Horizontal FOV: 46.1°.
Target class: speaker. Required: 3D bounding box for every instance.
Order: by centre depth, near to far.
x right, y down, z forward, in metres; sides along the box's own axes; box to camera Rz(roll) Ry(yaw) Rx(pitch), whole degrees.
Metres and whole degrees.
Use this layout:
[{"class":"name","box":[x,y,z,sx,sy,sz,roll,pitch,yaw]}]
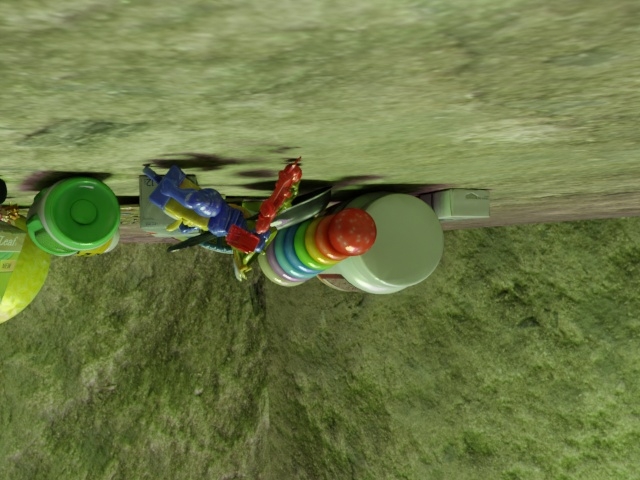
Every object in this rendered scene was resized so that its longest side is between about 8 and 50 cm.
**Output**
[{"class":"speaker","box":[-0.437,-0.039,1.317,0.131,0.131,0.296,-1,178,-27]}]

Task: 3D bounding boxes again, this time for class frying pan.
[{"class":"frying pan","box":[-0.109,-0.034,1.424,0.326,0.053,0.197,-28,-170,-37]}]

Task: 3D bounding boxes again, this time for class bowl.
[{"class":"bowl","box":[-0.773,0.035,1.679,0.289,0.290,0.156,-2,152,12]}]

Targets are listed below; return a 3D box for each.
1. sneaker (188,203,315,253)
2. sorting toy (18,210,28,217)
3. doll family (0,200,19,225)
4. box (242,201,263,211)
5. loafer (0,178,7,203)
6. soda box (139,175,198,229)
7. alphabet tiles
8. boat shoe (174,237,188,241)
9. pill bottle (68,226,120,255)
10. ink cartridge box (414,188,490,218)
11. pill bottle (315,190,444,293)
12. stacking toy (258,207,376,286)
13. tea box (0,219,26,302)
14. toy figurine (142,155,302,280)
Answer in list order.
[{"class":"sneaker","box":[-0.162,-0.018,1.688,0.296,0.112,0.131,2,171,-16]},{"class":"sorting toy","box":[-0.738,-0.046,1.938,0.132,0.046,0.274,-2,177,15]},{"class":"doll family","box":[-0.700,-0.045,1.505,0.163,0.118,0.263,9,153,-42]},{"class":"box","box":[-0.135,-0.069,1.844,0.109,0.042,0.178,-3,177,-3]},{"class":"loafer","box":[-0.576,-0.074,1.157,0.061,0.062,0.170,3,180,39]},{"class":"soda box","box":[-0.272,-0.058,1.388,0.098,0.091,0.286,-1,178,-8]},{"class":"alphabet tiles","box":[-0.343,-0.067,1.708,0.285,0.011,0.342,-5,176,-23]},{"class":"boat shoe","box":[-0.360,-0.039,2.131,0.104,0.089,0.285,25,-174,21]},{"class":"pill bottle","box":[-0.566,-0.020,1.790,0.119,0.119,0.208,-2,178,10]},{"class":"ink cartridge box","box":[0.295,-0.077,1.699,0.109,0.063,0.150,-1,178,-26]},{"class":"pill bottle","box":[0.113,0.006,1.679,0.224,0.224,0.392,-1,178,-14]},{"class":"stacking toy","box":[0.000,0.000,1.482,0.141,0.141,0.330,-1,169,-29]},{"class":"tea box","box":[-0.691,0.085,1.170,0.220,0.324,0.329,22,-176,12]},{"class":"toy figurine","box":[-0.164,-0.073,1.168,0.217,0.191,0.362,27,178,-1]}]
